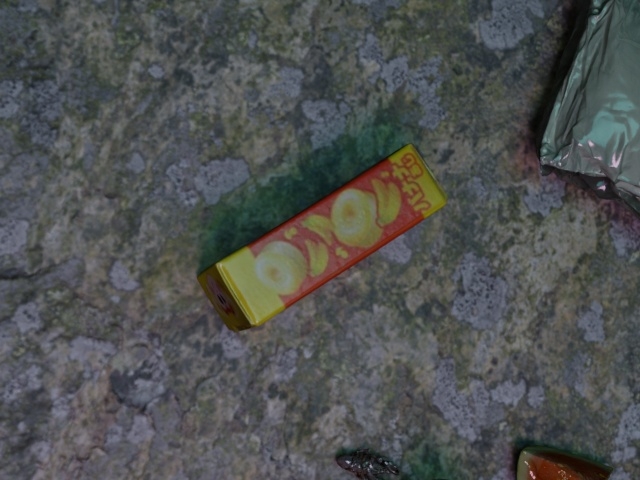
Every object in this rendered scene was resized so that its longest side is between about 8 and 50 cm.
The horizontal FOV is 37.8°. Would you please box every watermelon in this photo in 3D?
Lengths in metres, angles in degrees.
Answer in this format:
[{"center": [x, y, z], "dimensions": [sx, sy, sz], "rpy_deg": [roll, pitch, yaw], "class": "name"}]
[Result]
[{"center": [0.322, 0.307, 1.185], "dimensions": [0.135, 0.094, 0.125], "rpy_deg": [-15, 81, -23], "class": "watermelon"}]

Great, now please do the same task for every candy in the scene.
[{"center": [0.000, 0.000, 1.092], "dimensions": [0.276, 0.146, 0.088], "rpy_deg": [-33, 93, -17], "class": "candy"}]

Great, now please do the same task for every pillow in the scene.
[{"center": [0.438, -0.170, 1.248], "dimensions": [0.283, 0.138, 0.310], "rpy_deg": [24, 75, -14], "class": "pillow"}]

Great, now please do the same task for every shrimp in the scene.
[{"center": [0.063, 0.277, 1.143], "dimensions": [0.092, 0.029, 0.038], "rpy_deg": [33, 67, -17], "class": "shrimp"}]

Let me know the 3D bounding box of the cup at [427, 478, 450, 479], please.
[{"center": [0.157, 0.462, 1.058], "dimensions": [0.212, 0.212, 0.317], "rpy_deg": [-37, 97, -17], "class": "cup"}]
